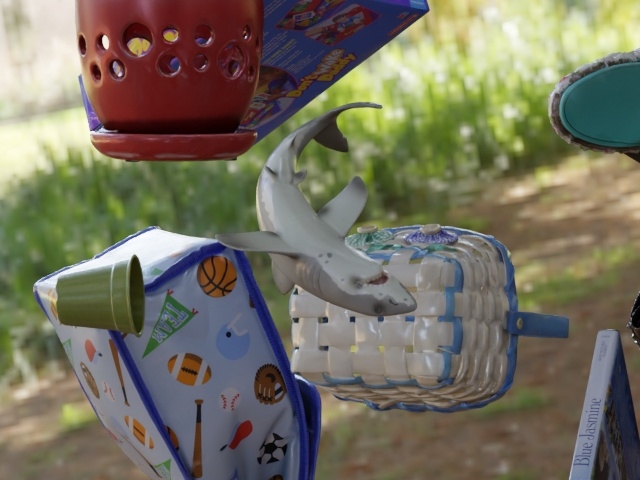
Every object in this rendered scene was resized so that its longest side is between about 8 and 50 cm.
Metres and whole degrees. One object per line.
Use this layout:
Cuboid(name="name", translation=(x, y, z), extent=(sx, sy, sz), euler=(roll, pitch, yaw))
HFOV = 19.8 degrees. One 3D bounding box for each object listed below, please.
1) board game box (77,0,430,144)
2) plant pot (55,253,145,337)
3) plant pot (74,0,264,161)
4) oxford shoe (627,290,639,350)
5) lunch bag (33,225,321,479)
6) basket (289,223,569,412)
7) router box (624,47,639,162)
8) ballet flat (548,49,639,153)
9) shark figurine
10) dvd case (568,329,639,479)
Cuboid(name="board game box", translation=(-0.080, -0.223, 2.084), extent=(0.233, 0.078, 0.347), euler=(6, -30, -43))
Cuboid(name="plant pot", translation=(-0.221, 0.057, 1.822), extent=(0.079, 0.083, 0.083), euler=(-3, 7, 6))
Cuboid(name="plant pot", translation=(-0.153, -0.169, 1.844), extent=(0.191, 0.174, 0.191), euler=(1, 7, 0))
Cuboid(name="oxford shoe", translation=(0.332, 0.096, 1.750), extent=(0.096, 0.227, 0.083), euler=(-6, 19, -23))
Cuboid(name="lunch bag", translation=(-0.159, 0.190, 2.318), extent=(0.239, 0.385, 0.328), euler=(-26, 11, -18))
Cuboid(name="basket", translation=(0.112, 0.084, 1.967), extent=(0.254, 0.201, 0.289), euler=(0, -8, 24))
Cuboid(name="router box", translation=(0.329, -0.127, 1.707), extent=(0.133, 0.046, 0.179), euler=(28, -24, -22))
Cuboid(name="ballet flat", translation=(0.286, -0.125, 1.519), extent=(0.241, 0.091, 0.077), euler=(-12, 13, -18))
Cuboid(name="shark figurine", translation=(-0.020, -0.016, 1.623), extent=(0.166, 0.116, 0.278), euler=(0, 42, -9))
Cuboid(name="dvd case", translation=(0.243, 0.227, 1.576), extent=(0.022, 0.180, 0.253), euler=(-1, 42, 19))
